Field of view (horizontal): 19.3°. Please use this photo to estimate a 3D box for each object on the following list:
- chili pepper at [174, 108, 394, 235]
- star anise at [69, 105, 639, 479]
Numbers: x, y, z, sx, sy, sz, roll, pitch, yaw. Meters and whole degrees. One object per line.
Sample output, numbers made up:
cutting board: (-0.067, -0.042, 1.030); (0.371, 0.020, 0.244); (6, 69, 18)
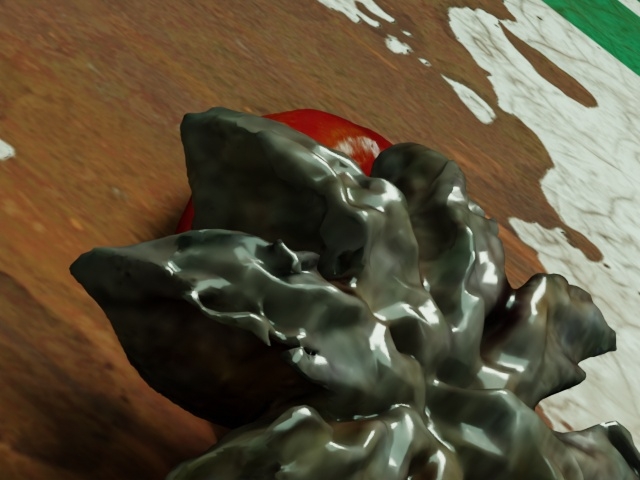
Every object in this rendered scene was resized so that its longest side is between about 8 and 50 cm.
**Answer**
chili pepper: (-0.003, -0.007, 1.013); (0.137, 0.092, 0.368); (49, 27, -5)
star anise: (0.036, 0.078, 0.819); (0.331, 0.117, 0.332); (25, 52, -38)
